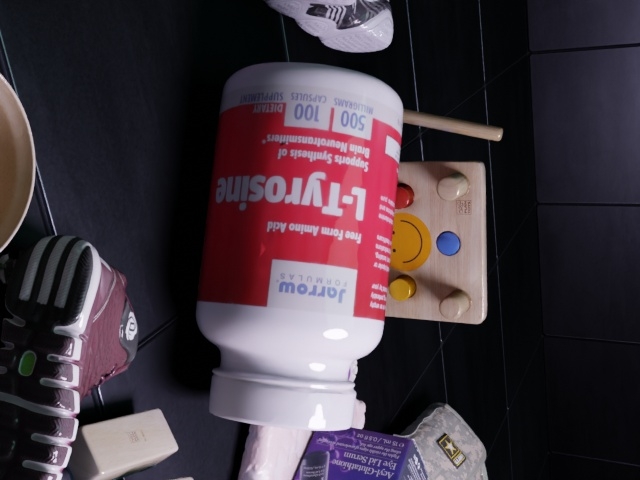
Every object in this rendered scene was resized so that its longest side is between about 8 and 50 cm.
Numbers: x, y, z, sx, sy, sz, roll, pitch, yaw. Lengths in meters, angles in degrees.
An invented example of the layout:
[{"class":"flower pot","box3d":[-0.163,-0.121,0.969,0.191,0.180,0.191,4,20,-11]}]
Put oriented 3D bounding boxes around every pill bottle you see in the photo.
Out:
[{"class":"pill bottle","box3d":[-0.028,0.012,0.945,0.229,0.229,0.407,18,76,-61]}]

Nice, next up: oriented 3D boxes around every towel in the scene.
[{"class":"towel","box3d":[-0.035,0.377,1.150,0.317,0.053,0.331,35,62,-59]}]

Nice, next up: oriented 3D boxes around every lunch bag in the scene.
[{"class":"lunch bag","box3d":[0.226,0.488,1.540,0.235,0.169,0.287,-20,102,-57]}]

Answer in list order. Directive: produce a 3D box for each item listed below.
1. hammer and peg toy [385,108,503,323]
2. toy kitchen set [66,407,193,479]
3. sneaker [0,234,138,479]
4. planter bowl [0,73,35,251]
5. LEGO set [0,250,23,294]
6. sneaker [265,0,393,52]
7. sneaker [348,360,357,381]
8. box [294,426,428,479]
[{"class":"hammer and peg toy","box3d":[0.140,-0.053,1.220,0.127,0.266,0.361,-20,110,-60]},{"class":"toy kitchen set","box3d":[-0.214,0.310,0.796,0.207,0.166,0.122,60,21,17]},{"class":"sneaker","box3d":[-0.232,0.146,0.712,0.162,0.106,0.281,46,60,-71]},{"class":"planter bowl","box3d":[-0.302,-0.056,0.546,0.162,0.109,0.162,2,90,-64]},{"class":"LEGO set","box3d":[-0.273,0.035,0.710,0.054,0.023,0.083,-55,151,-43]},{"class":"sneaker","box3d":[0.013,-0.417,1.100,0.366,0.137,0.210,14,79,-67]},{"class":"sneaker","box3d":[0.013,0.172,1.233,0.071,0.068,0.170,-21,131,-14]},{"class":"box","box3d":[0.042,0.375,1.077,0.207,0.153,0.108,-64,145,-37]}]
